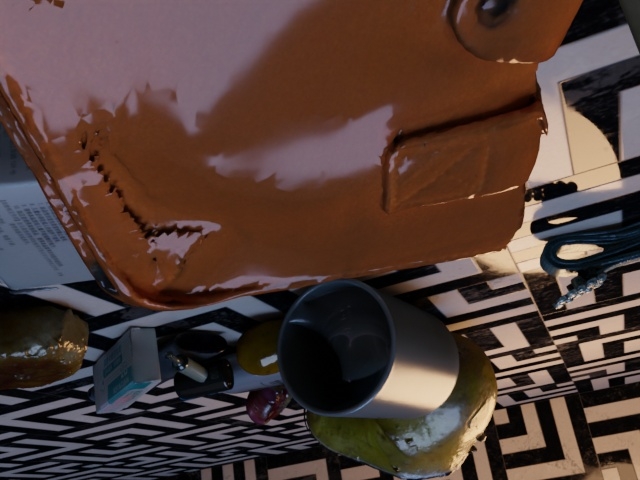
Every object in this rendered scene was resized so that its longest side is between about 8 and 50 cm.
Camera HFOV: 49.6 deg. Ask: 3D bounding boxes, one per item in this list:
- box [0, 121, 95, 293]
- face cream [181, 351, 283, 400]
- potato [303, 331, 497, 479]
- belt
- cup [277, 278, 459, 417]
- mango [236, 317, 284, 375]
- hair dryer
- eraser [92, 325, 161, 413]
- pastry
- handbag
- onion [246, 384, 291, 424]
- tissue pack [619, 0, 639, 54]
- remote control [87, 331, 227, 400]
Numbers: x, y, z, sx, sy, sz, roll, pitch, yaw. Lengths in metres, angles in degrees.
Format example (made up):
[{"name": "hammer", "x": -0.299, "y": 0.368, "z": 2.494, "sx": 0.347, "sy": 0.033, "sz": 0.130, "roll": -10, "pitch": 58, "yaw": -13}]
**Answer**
[{"name": "box", "x": -0.156, "y": -0.054, "z": 0.609, "sx": 0.299, "sy": 0.106, "sz": 0.200, "roll": -8, "pitch": 157, "yaw": -7}, {"name": "face cream", "x": -0.120, "y": 0.248, "z": 1.345, "sx": 0.336, "sy": 0.080, "sz": 0.163, "roll": -15, "pitch": 166, "yaw": 12}, {"name": "potato", "x": 0.171, "y": 0.292, "z": 1.456, "sx": 0.397, "sy": 0.290, "sz": 0.296, "roll": 22, "pitch": 132, "yaw": 23}, {"name": "belt", "x": 0.422, "y": 0.030, "z": 1.026, "sx": 0.179, "sy": 0.100, "sz": 0.065, "roll": -15, "pitch": 160, "yaw": 8}, {"name": "cup", "x": 0.097, "y": 0.192, "z": 1.143, "sx": 0.205, "sy": 0.206, "sz": 0.312, "roll": -21, "pitch": 155, "yaw": 27}, {"name": "mango", "x": -0.067, "y": 0.180, "z": 1.205, "sx": 0.163, "sy": 0.090, "sz": 0.111, "roll": -13, "pitch": 162, "yaw": -17}, {"name": "hair dryer", "x": -0.227, "y": 0.221, "z": 1.191, "sx": 0.100, "sy": 0.057, "sz": 0.198, "roll": -15, "pitch": 151, "yaw": 8}, {"name": "eraser", "x": -0.342, "y": 0.230, "z": 1.211, "sx": 0.052, "sy": 0.096, "sz": 0.225, "roll": 3, "pitch": 154, "yaw": -34}, {"name": "pastry", "x": -0.441, "y": 0.159, "z": 1.015, "sx": 0.192, "sy": 0.093, "sz": 0.182, "roll": 1, "pitch": 152, "yaw": -21}, {"name": "handbag", "x": -0.015, "y": -0.128, "z": 0.343, "sx": 0.303, "sy": 0.116, "sz": 0.410, "roll": -9, "pitch": 141, "yaw": -3}, {"name": "onion", "x": -0.124, "y": 0.306, "z": 1.475, "sx": 0.140, "sy": 0.150, "sz": 0.150, "roll": 32, "pitch": 158, "yaw": 9}, {"name": "tissue pack", "x": 0.416, "y": -0.056, "z": 0.437, "sx": 0.331, "sy": 0.405, "sz": 0.205, "roll": 1, "pitch": 152, "yaw": -22}, {"name": "remote control", "x": -0.322, "y": 0.248, "z": 1.326, "sx": 0.107, "sy": 0.044, "sz": 0.377, "roll": 5, "pitch": 153, "yaw": -41}]
